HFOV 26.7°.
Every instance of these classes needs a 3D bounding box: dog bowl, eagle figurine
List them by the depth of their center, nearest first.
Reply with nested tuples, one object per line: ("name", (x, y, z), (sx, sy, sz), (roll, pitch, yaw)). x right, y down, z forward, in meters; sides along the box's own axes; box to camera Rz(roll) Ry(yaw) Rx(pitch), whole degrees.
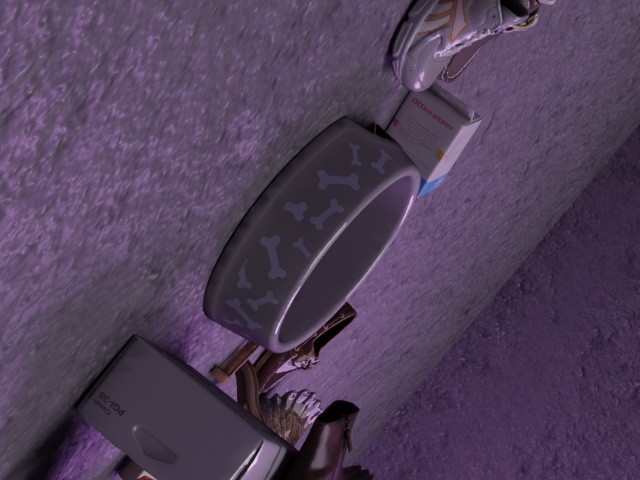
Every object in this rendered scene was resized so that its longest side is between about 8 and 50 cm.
("dog bowl", (0.000, 0.000, 1.762), (0.349, 0.102, 0.349), (-48, 165, -17))
("eagle figurine", (-0.082, 0.421, 2.352), (0.298, 0.226, 0.225), (-43, -147, 43))

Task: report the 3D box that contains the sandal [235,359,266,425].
("sandal", (-0.114, 0.264, 1.997), (0.049, 0.180, 0.072), (-6, 170, -24))

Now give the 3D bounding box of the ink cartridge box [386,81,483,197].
("ink cartridge box", (0.153, -0.149, 1.887), (0.143, 0.092, 0.090), (-57, 165, 24))

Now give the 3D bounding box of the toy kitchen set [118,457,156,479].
("toy kitchen set", (-0.219, 0.328, 1.978), (0.122, 0.166, 0.207), (-49, 129, -12))

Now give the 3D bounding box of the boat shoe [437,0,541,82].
("boat shoe", (0.245, -0.329, 1.716), (0.324, 0.096, 0.116), (-55, 166, 13))

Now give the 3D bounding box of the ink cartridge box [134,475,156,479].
("ink cartridge box", (-0.291, 0.368, 1.615), (0.275, 0.060, 0.239), (-24, 165, 0))

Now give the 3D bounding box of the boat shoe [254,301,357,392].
("boat shoe", (-0.028, 0.169, 2.158), (0.207, 0.073, 0.073), (-48, 167, -11))

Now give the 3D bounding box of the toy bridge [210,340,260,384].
("toy bridge", (-0.087, 0.131, 1.967), (0.188, 0.026, 0.063), (-51, 169, -3))

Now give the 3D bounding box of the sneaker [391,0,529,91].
("sneaker", (0.179, -0.268, 1.612), (0.099, 0.121, 0.262), (-35, 158, -48))

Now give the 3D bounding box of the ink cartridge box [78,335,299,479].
("ink cartridge box", (-0.151, 0.239, 1.658), (0.117, 0.207, 0.283), (-52, 167, -5))

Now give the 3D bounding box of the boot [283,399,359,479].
("boot", (-0.036, 0.312, 1.664), (0.248, 0.090, 0.207), (-21, 130, -66))

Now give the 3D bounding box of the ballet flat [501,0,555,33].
("ballet flat", (0.289, -0.342, 1.884), (0.203, 0.074, 0.074), (-48, 166, -15))
